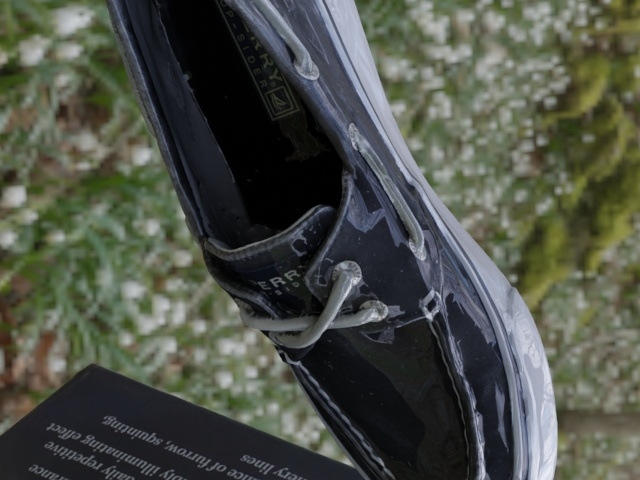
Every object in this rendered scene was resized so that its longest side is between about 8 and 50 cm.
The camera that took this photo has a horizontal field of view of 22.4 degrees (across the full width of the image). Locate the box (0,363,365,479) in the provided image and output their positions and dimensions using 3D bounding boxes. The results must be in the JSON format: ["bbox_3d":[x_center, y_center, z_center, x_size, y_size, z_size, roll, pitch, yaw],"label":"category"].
[{"bbox_3d":[-0.120,0.285,0.791,0.395,0.293,0.212,-39,134,-39],"label":"box"}]

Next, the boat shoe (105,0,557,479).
[{"bbox_3d":[0.000,0.000,0.653,0.102,0.108,0.301,-35,105,-60],"label":"boat shoe"}]
